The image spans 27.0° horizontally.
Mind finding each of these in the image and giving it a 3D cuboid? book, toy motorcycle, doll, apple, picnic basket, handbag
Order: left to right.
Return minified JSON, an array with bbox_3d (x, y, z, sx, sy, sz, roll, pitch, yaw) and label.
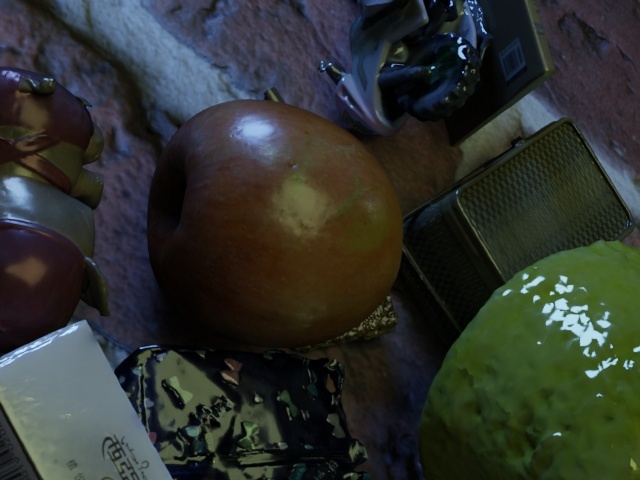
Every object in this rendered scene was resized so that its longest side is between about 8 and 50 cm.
[{"bbox_3d":[-0.280,-0.022,1.175,0.152,0.196,0.255,51,33,-58],"label":"doll"},{"bbox_3d":[-0.085,0.187,1.250,0.260,0.113,0.162,3,65,-34],"label":"handbag"},{"bbox_3d":[-0.043,-0.013,1.273,0.253,0.253,0.253,14,63,-30],"label":"apple"},{"bbox_3d":[0.086,-0.247,1.532,0.143,0.188,0.327,24,44,-36],"label":"toy motorcycle"},{"bbox_3d":[0.174,-0.293,1.566,0.021,0.217,0.310,-6,75,-26],"label":"book"},{"bbox_3d":[0.214,-0.011,1.526,0.267,0.139,0.165,-33,92,-39],"label":"picnic basket"}]

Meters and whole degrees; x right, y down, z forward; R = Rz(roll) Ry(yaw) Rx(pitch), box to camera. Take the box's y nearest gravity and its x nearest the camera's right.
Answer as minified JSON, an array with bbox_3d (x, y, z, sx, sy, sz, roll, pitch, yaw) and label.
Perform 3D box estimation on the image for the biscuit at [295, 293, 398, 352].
[{"bbox_3d":[0.000,0.000,1.428,0.131,0.025,0.231,-11,77,-25],"label":"biscuit"}]

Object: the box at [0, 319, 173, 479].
[{"bbox_3d":[-0.210,0.219,1.093,0.111,0.194,0.260,-31,91,-39],"label":"box"}]

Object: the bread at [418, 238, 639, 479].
[{"bbox_3d":[0.297,0.204,1.332,0.348,0.348,0.308,7,23,-33],"label":"bread"}]

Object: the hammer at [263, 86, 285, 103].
[{"bbox_3d":[-0.006,-0.093,1.483,0.062,0.017,0.182,-32,90,-40],"label":"hammer"}]
